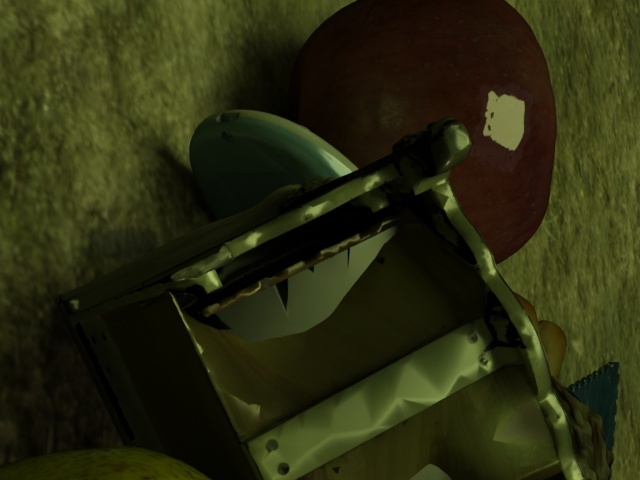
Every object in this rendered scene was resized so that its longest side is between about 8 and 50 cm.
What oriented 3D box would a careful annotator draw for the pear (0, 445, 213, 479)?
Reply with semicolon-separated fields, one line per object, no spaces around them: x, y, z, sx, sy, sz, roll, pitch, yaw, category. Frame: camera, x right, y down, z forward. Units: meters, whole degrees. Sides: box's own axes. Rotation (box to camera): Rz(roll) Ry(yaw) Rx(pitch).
-0.142;0.264;0.911;0.294;0.294;0.294;29;56;-53;pear

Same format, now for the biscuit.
0.250;0.178;1.838;0.164;0.047;0.208;37;50;-52;biscuit

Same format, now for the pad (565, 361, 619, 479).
0.299;0.291;1.842;0.269;0.012;0.270;-17;111;-60;pad

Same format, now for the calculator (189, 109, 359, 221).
0.000;0.000;1.336;0.303;0.188;0.042;55;51;-33;calculator

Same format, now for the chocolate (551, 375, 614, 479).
0.157;0.217;1.502;0.340;0.210;0.225;25;60;-54;chocolate

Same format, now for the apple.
0.089;-0.098;1.452;0.306;0.235;0.306;175;-90;-87;apple

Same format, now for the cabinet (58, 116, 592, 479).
0.008;0.106;1.071;0.227;0.318;0.290;-26;92;-22;cabinet
